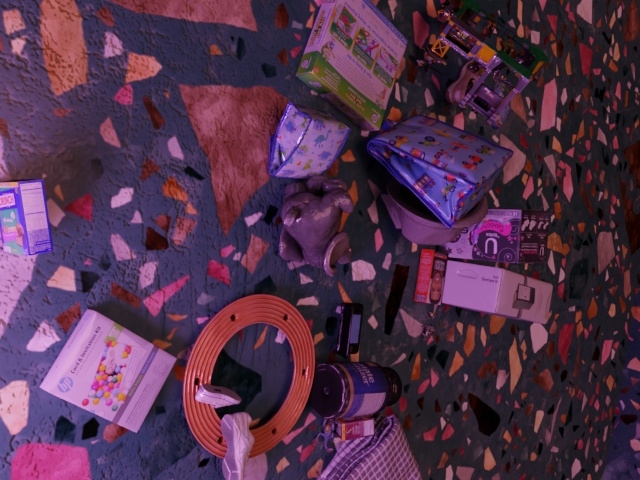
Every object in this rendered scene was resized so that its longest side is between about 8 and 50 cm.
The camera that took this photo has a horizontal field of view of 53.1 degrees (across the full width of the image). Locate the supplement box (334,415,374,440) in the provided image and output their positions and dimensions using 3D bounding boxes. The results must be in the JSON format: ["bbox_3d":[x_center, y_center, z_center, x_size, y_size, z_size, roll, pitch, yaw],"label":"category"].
[{"bbox_3d":[0.078,0.433,1.499,0.083,0.055,0.043,-4,97,-21],"label":"supplement box"}]

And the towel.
[{"bbox_3d":[0.118,0.586,1.525,0.283,0.121,0.235,-40,119,-35],"label":"towel"}]

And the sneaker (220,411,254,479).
[{"bbox_3d":[-0.155,0.408,1.245,0.061,0.053,0.152,-4,97,-47],"label":"sneaker"}]

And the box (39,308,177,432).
[{"bbox_3d":[-0.352,0.222,1.086,0.186,0.038,0.145,43,64,-37],"label":"box"}]

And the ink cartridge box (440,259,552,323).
[{"bbox_3d":[0.476,0.144,1.779,0.289,0.211,0.122,16,84,-43],"label":"ink cartridge box"}]

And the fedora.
[{"bbox_3d":[0.280,-0.072,1.594,0.275,0.243,0.124,-34,146,-42],"label":"fedora"}]

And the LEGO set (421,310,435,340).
[{"bbox_3d":[0.298,0.234,1.739,0.054,0.023,0.083,9,88,-45],"label":"LEGO set"}]

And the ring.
[{"bbox_3d":[-0.140,0.274,1.306,0.336,0.032,0.337,-4,96,-44],"label":"ring"}]

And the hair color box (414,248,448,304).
[{"bbox_3d":[0.296,0.098,1.712,0.072,0.043,0.141,13,85,-45],"label":"hair color box"}]

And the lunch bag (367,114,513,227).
[{"bbox_3d":[0.263,-0.202,1.507,0.221,0.293,0.138,-36,158,-43],"label":"lunch bag"}]

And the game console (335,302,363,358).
[{"bbox_3d":[0.079,0.209,1.487,0.107,0.071,0.122,9,88,-44],"label":"game console"}]

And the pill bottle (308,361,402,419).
[{"bbox_3d":[0.084,0.339,1.469,0.219,0.122,0.123,9,87,-45],"label":"pill bottle"}]

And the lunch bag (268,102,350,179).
[{"bbox_3d":[-0.031,-0.196,1.330,0.128,0.096,0.151,2,121,-45],"label":"lunch bag"}]

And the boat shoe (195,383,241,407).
[{"bbox_3d":[-0.195,0.299,1.213,0.100,0.035,0.035,27,102,-46],"label":"boat shoe"}]

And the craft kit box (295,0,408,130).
[{"bbox_3d":[0.079,-0.414,1.447,0.250,0.061,0.247,31,70,-42],"label":"craft kit box"}]

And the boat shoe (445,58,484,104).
[{"bbox_3d":[0.419,-0.438,1.766,0.190,0.072,0.068,-55,128,-27],"label":"boat shoe"}]

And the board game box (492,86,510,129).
[{"bbox_3d":[0.528,-0.395,1.914,0.090,0.020,0.090,49,61,-34],"label":"board game box"}]

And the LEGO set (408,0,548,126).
[{"bbox_3d":[0.402,-0.450,1.660,0.331,0.192,0.255,32,44,-4],"label":"LEGO set"}]

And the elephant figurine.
[{"bbox_3d":[0.000,0.000,1.347,0.186,0.169,0.239,-13,122,-14],"label":"elephant figurine"}]

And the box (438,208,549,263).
[{"bbox_3d":[0.460,-0.014,1.721,0.163,0.247,0.142,0,92,-44],"label":"box"}]

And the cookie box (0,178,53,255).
[{"bbox_3d":[-0.438,-0.035,0.941,0.040,0.091,0.107,-14,103,-46],"label":"cookie box"}]

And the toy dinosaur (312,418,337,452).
[{"bbox_3d":[0.024,0.443,1.478,0.090,0.047,0.082,-41,139,-47],"label":"toy dinosaur"}]
